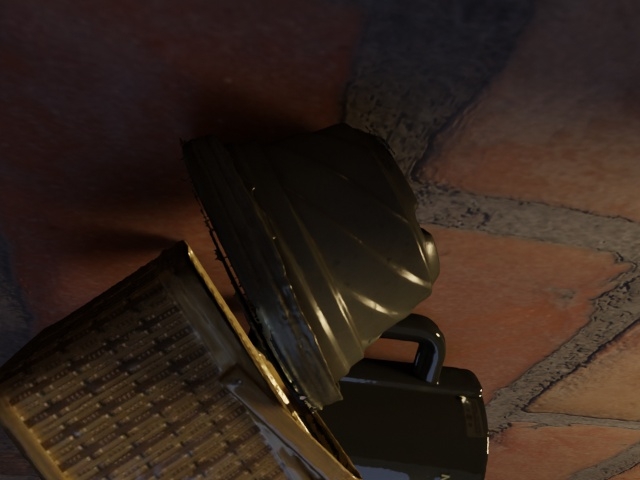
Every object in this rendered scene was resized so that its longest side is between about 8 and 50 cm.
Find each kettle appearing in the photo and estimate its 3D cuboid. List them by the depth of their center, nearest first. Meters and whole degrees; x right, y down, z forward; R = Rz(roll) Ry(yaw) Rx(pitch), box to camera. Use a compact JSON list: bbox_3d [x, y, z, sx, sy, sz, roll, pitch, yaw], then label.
[{"bbox_3d":[0.040,0.228,0.727,0.308,0.203,0.262,13,142,-12],"label":"kettle"}]

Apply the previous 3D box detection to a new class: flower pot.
[{"bbox_3d":[0.000,0.000,0.446,0.141,0.235,0.235,-28,140,-3],"label":"flower pot"}]

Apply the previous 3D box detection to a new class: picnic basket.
[{"bbox_3d":[-0.095,0.170,0.511,0.175,0.228,0.312,-33,100,-10],"label":"picnic basket"}]
